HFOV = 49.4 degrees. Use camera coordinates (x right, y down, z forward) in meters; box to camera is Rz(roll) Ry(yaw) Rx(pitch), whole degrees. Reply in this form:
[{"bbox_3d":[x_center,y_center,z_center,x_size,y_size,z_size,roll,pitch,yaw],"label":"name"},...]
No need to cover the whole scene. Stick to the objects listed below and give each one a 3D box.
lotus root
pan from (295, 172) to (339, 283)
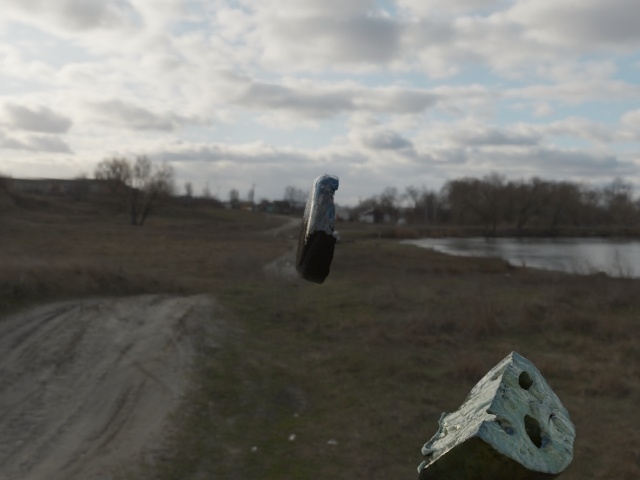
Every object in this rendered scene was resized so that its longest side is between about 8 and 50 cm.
[{"bbox_3d":[0.220,0.242,0.847,0.138,0.119,0.235,43,29,15],"label":"lotus root"},{"bbox_3d":[-0.003,0.000,0.760,0.040,0.114,0.212,9,-16,1],"label":"pan"}]
